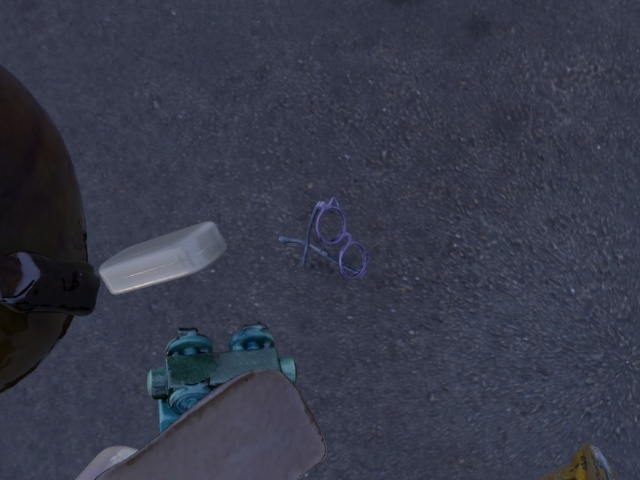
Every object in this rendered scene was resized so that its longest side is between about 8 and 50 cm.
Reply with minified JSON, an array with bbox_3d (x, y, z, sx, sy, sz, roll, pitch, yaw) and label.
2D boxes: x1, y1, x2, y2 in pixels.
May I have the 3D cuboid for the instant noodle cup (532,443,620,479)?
[{"bbox_3d":[0.146,0.266,0.454,0.172,0.216,0.215,-27,71,21],"label":"instant noodle cup"}]

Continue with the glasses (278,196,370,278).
[{"bbox_3d":[0.000,0.000,0.999,0.104,0.139,0.062,3,46,47],"label":"glasses"}]

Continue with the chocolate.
[{"bbox_3d":[-0.050,0.101,0.311,0.101,0.031,0.064,-39,103,-23],"label":"chocolate"}]

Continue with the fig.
[{"bbox_3d":[-0.242,-0.005,0.372,0.214,0.235,0.234,4,80,68],"label":"fig"}]

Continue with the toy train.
[{"bbox_3d":[-0.139,0.208,0.964,0.204,0.162,0.112,-2,47,-13],"label":"toy train"}]

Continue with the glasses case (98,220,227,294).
[{"bbox_3d":[-0.212,0.025,0.908,0.196,0.083,0.050,-15,106,36],"label":"glasses case"}]

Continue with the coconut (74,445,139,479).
[{"bbox_3d":[-0.325,0.519,1.176,0.298,0.309,0.297,15,127,21],"label":"coconut"}]
